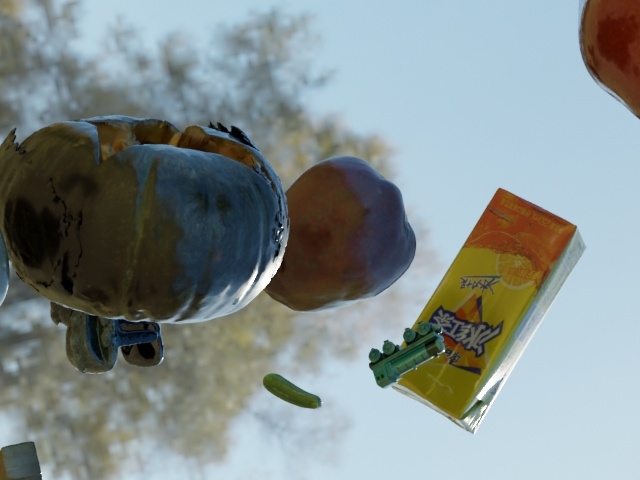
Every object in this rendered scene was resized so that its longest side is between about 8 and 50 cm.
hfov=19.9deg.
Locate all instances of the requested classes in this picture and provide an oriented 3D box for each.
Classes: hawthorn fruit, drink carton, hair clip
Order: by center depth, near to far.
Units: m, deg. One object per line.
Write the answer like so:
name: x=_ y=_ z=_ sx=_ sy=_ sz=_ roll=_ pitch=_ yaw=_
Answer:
hawthorn fruit: x=0.000 y=0.000 z=2.495 sx=0.208 sy=0.248 sz=0.208 roll=54 pitch=-22 yaw=34
hair clip: x=-0.304 y=0.031 z=2.604 sx=0.206 sy=0.194 sz=0.310 roll=31 pitch=-65 yaw=46
drink carton: x=0.254 y=0.108 z=2.818 sx=0.154 sy=0.351 sz=0.111 roll=29 pitch=-8 yaw=25

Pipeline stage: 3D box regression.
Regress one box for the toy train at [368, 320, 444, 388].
toy train: x=0.092 y=0.120 z=1.936 sx=0.029 sy=0.092 sz=0.045 roll=33 pitch=33 yaw=-51

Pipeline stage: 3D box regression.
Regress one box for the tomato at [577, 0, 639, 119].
tomato: x=0.413 y=-0.239 z=1.723 sx=0.341 sy=0.341 sz=0.272 roll=-124 pitch=-150 yaw=-44

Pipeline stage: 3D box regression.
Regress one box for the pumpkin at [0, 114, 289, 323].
pumpkin: x=-0.185 y=-0.025 z=1.896 sx=0.320 sy=0.320 sz=0.192 roll=-148 pitch=-117 yaw=-63

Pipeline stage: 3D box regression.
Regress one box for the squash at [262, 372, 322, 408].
squash: x=-0.035 y=0.191 z=2.272 sx=0.089 sy=0.027 sz=0.027 roll=26 pitch=-47 yaw=31

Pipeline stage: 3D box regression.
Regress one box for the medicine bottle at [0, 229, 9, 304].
medicine bottle: x=-0.463 y=0.050 z=1.719 sx=0.151 sy=0.322 sz=0.151 roll=21 pitch=-59 yaw=41

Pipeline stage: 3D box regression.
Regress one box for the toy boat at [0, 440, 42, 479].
toy boat: x=-0.330 y=0.273 z=1.862 sx=0.088 sy=0.068 sz=0.226 roll=62 pitch=-34 yaw=31
